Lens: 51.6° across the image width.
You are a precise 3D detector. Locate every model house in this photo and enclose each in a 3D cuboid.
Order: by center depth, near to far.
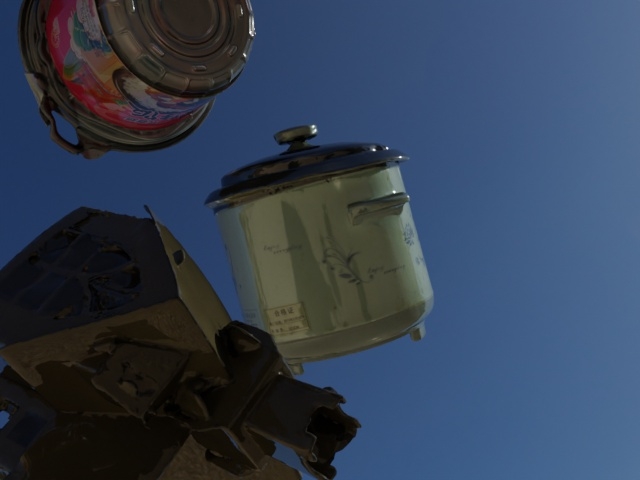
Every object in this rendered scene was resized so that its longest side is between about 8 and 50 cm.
[{"bbox_3d":[-0.099,0.115,0.441,0.204,0.243,0.211,-55,-41,-31],"label":"model house"}]

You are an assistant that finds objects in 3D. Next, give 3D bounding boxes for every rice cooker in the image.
[{"bbox_3d":[0.000,0.000,0.842,0.264,0.316,0.316,-16,-43,-36],"label":"rice cooker"}]

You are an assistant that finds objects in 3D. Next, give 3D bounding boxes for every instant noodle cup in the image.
[{"bbox_3d":[-0.194,-0.242,0.769,0.258,0.302,0.182,25,-18,-33],"label":"instant noodle cup"}]
